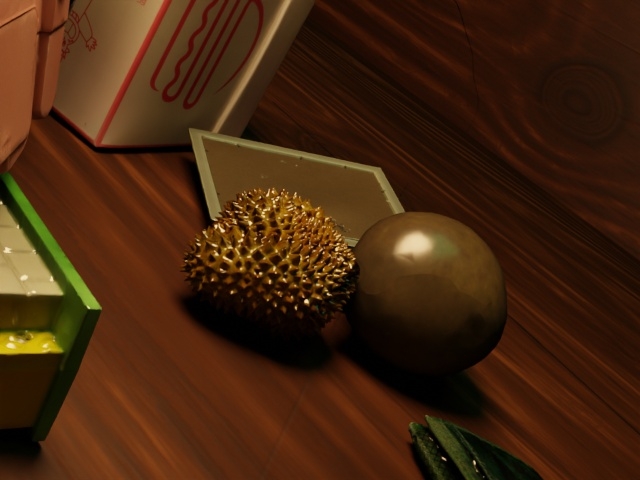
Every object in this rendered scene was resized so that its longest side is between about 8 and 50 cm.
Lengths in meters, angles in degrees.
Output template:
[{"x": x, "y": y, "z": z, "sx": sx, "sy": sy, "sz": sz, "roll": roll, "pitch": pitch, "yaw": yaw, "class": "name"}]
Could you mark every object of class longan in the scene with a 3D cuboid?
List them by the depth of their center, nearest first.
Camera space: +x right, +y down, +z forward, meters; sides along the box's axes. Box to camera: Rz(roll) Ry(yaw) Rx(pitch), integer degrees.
[{"x": 0.108, "y": 0.056, "z": 0.972, "sx": 0.189, "sy": 0.189, "sz": 0.189, "roll": 28, "pitch": 19, "yaw": -11, "class": "longan"}]

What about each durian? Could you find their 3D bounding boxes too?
[{"x": -0.044, "y": 0.018, "z": 0.892, "sx": 0.168, "sy": 0.137, "sz": 0.158, "roll": 19, "pitch": 41, "yaw": -8, "class": "durian"}]

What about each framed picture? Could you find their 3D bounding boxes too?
[{"x": -0.019, "y": -0.055, "z": 1.136, "sx": 0.273, "sy": 0.016, "sz": 0.216, "roll": 11, "pitch": 31, "yaw": -21, "class": "framed picture"}]

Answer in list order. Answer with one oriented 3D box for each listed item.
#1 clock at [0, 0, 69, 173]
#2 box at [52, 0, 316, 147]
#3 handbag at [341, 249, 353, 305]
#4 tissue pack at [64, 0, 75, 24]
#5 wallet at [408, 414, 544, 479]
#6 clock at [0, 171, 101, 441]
[{"x": -0.295, "y": -0.116, "z": 0.558, "sx": 0.241, "sy": 0.142, "sz": 0.227, "roll": 13, "pitch": 23, "yaw": -5, "class": "clock"}, {"x": -0.223, "y": -0.319, "z": 1.181, "sx": 0.314, "sy": 0.312, "sz": 0.300, "roll": 39, "pitch": 21, "yaw": 18, "class": "box"}, {"x": 0.000, "y": 0.000, "z": 1.128, "sx": 0.144, "sy": 0.057, "sz": 0.221, "roll": -3, "pitch": 39, "yaw": -50, "class": "handbag"}, {"x": -0.332, "y": -0.322, "z": 0.851, "sx": 0.264, "sy": 0.416, "sz": 0.253, "roll": 16, "pitch": 28, "yaw": -28, "class": "tissue pack"}, {"x": 0.175, "y": 0.243, "z": 0.782, "sx": 0.160, "sy": 0.055, "sz": 0.236, "roll": 30, "pitch": 17, "yaw": -26, "class": "wallet"}, {"x": -0.301, "y": 0.016, "z": 0.560, "sx": 0.255, "sy": 0.106, "sz": 0.220, "roll": 5, "pitch": 30, "yaw": -44, "class": "clock"}]
